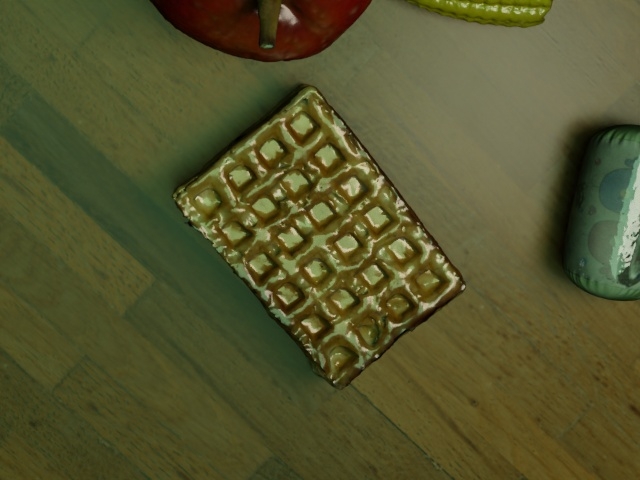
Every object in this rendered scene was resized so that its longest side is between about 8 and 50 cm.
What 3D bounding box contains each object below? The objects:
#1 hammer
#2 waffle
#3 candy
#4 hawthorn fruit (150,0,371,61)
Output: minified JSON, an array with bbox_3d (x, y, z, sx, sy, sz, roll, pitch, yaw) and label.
[{"bbox_3d":[0.455,-0.014,1.717,0.335,0.119,0.207,11,99,-15],"label":"hammer"},{"bbox_3d":[0.000,0.000,1.668,0.213,0.091,0.308,-39,101,2],"label":"waffle"},{"bbox_3d":[0.167,-0.296,1.633,0.198,0.094,0.106,3,65,-2],"label":"candy"},{"bbox_3d":[-0.061,-0.298,1.483,0.287,0.330,0.287,-3,133,-3],"label":"hawthorn fruit"}]
